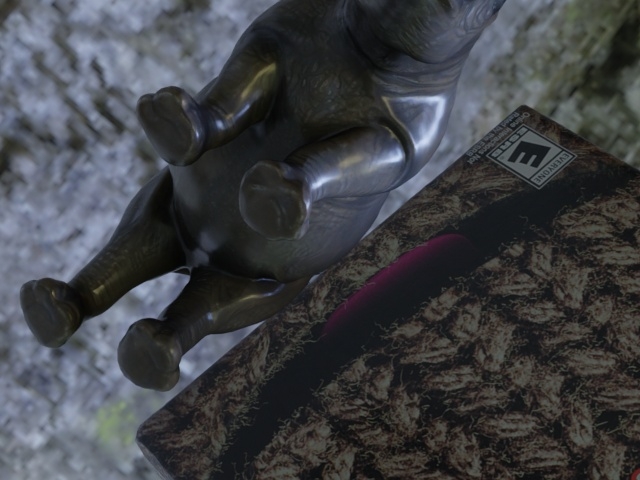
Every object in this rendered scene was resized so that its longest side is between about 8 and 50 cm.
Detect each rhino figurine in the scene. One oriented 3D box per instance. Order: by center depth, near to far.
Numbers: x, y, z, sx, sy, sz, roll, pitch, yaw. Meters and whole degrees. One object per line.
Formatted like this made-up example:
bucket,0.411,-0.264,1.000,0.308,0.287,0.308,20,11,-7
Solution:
rhino figurine,-0.001,-0.039,0.440,0.073,0.106,0.243,50,-46,6

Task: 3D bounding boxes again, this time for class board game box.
board game box,0.110,0.117,0.557,0.291,0.232,0.141,37,-17,43

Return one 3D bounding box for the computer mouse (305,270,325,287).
computer mouse,0.000,0.000,1.003,0.042,0.106,0.193,14,-4,-6
